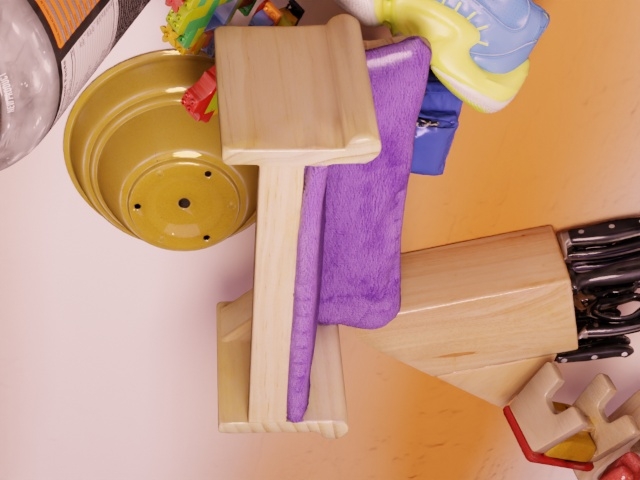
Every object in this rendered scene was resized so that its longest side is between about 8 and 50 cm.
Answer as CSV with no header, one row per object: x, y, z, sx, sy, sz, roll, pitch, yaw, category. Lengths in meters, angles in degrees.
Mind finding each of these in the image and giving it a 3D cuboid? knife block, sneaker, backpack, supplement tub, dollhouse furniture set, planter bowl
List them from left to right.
-0.243,-0.175,1.095,0.193,0.316,0.194,10,128,13,supplement tub
-0.123,-0.056,1.373,0.217,0.090,0.217,-3,130,-4,planter bowl
0.059,-0.111,1.344,0.120,0.101,0.098,8,121,-11,backpack
0.089,-0.219,1.272,0.240,0.091,0.126,36,96,-16,sneaker
0.196,0.040,1.490,0.275,0.088,0.242,26,121,-24,knife block
0.341,0.272,1.560,0.374,0.201,0.152,15,128,-41,dollhouse furniture set

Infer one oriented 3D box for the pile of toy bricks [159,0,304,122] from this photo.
-0.085,-0.195,1.226,0.105,0.118,0.212,-29,159,-44,pile of toy bricks

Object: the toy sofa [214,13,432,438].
0.000,0.000,1.268,0.177,0.150,0.362,0,136,-5,toy sofa
